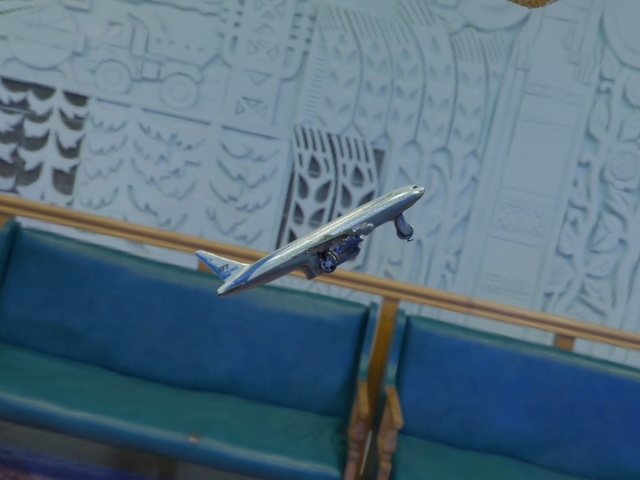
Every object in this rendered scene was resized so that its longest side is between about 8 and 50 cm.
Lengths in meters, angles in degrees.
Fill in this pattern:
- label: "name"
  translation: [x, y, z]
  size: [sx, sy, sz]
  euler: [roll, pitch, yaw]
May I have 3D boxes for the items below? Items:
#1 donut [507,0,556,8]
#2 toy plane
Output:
- label: "donut"
  translation: [0.189, -0.360, 0.781]
  size: [0.277, 0.108, 0.277]
  euler: [43, 5, -5]
- label: "toy plane"
  translation: [0.000, 0.004, 0.690]
  size: [0.226, 0.058, 0.226]
  euler: [-17, -2, -9]
